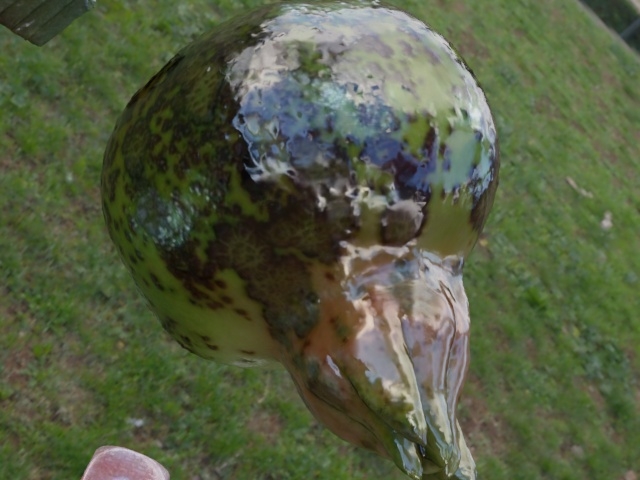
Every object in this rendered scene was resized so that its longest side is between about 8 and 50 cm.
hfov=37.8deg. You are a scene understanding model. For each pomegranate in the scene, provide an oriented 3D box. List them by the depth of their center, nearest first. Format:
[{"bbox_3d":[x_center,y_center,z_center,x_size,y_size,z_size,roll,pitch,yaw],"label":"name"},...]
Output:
[{"bbox_3d":[0.015,-0.003,0.517,0.276,0.222,0.204,41,49,15],"label":"pomegranate"}]

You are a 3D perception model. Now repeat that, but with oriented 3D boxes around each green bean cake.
[{"bbox_3d":[-0.322,-0.308,0.947,0.181,0.094,0.173,60,7,14],"label":"green bean cake"}]

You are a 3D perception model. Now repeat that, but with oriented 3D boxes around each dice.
[{"bbox_3d":[-0.229,0.293,1.058,0.094,0.091,0.093,22,55,0],"label":"dice"}]
